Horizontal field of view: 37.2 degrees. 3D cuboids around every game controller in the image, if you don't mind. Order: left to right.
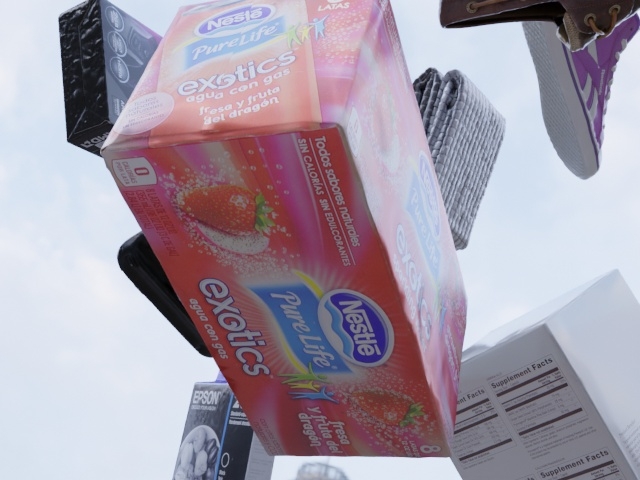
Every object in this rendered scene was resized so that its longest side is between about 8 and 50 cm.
[{"bbox_3d":[-0.237,0.092,1.808,0.166,0.067,0.319,-35,-60,4],"label":"game controller"}]

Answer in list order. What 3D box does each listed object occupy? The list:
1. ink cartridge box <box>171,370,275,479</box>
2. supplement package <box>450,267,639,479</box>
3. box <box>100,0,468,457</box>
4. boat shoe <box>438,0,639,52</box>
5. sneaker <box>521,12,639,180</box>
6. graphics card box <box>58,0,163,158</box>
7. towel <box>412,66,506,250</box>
[{"bbox_3d":[-0.121,0.244,1.298,0.045,0.208,0.206,22,-19,-30],"label":"ink cartridge box"},{"bbox_3d":[0.279,0.208,1.043,0.198,0.199,0.263,-35,-98,41],"label":"supplement package"},{"bbox_3d":[0.000,0.000,0.631,0.142,0.154,0.300,-4,-47,19],"label":"box"},{"bbox_3d":[0.305,-0.278,1.107,0.341,0.123,0.123,7,-2,10],"label":"boat shoe"},{"bbox_3d":[0.391,-0.231,1.337,0.161,0.102,0.282,-23,-65,-9],"label":"sneaker"},{"bbox_3d":[-0.270,-0.219,1.581,0.094,0.233,0.371,-19,-23,25],"label":"graphics card box"},{"bbox_3d":[0.224,-0.145,1.749,0.121,0.284,0.235,13,-11,33],"label":"towel"}]
